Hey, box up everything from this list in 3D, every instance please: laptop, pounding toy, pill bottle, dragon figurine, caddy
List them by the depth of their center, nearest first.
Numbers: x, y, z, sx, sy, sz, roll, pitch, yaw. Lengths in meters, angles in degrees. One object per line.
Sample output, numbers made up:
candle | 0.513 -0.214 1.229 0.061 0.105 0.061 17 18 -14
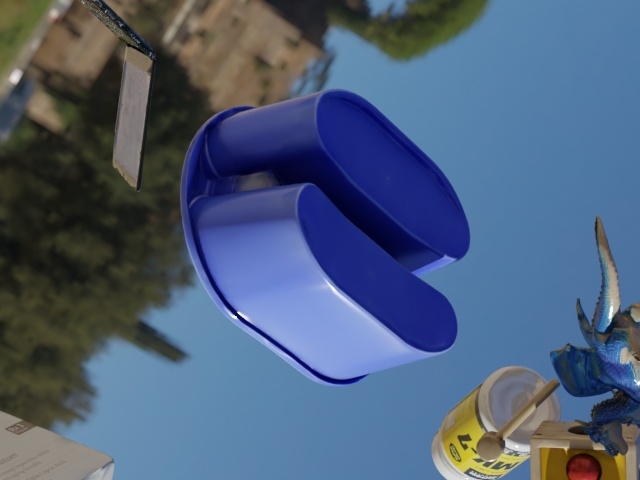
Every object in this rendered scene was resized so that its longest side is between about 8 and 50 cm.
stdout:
dragon figurine | 0.284 0.110 1.725 0.144 0.289 0.085 -6 -139 43
caddy | 0.000 0.000 1.761 0.179 0.341 0.241 -15 -130 35
laptop | -0.283 -0.211 2.079 0.136 0.264 0.234 -47 -162 -2
pounding toy | 0.283 0.264 2.094 0.094 0.206 0.181 -27 116 -69
pill bottle | 0.235 0.260 2.381 0.119 0.119 0.208 -66 -173 -30

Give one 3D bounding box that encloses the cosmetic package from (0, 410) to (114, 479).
cosmetic package | -0.458 0.280 1.997 0.217 0.385 0.156 -25 131 -63
